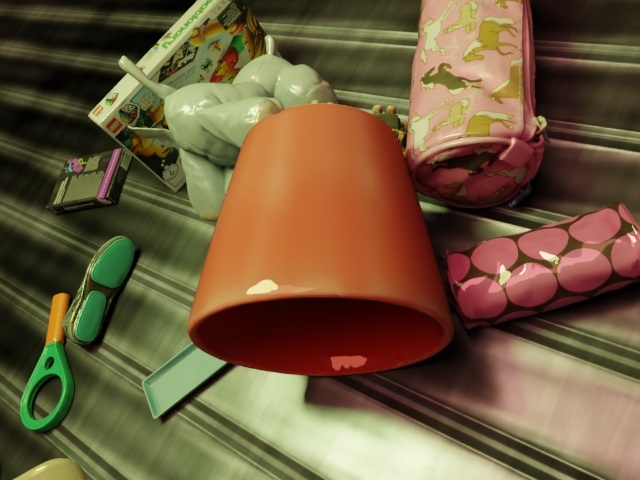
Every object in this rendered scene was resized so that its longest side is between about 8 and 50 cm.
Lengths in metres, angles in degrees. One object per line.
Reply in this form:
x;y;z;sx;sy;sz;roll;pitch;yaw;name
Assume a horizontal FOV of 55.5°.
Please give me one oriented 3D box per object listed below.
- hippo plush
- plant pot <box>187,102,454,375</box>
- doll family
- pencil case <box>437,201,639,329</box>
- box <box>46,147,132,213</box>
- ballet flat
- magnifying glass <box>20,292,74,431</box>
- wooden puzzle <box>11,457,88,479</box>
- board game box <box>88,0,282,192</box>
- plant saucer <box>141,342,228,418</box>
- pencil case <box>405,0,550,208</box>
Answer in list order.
-0.105;-0.170;0.940;0.294;0.235;0.236;24;43;22;hippo plush
0.000;0.000;0.686;0.274;0.275;0.243;-12;61;22;plant pot
0.057;-0.129;0.826;0.192;0.076;0.112;1;63;-1;doll family
0.242;0.025;0.667;0.209;0.095;0.098;-16;39;17;pencil case
-0.445;-0.114;1.170;0.162;0.029;0.116;-6;58;25;box
-0.366;0.077;0.989;0.070;0.070;0.189;4;60;31;ballet flat
-0.431;0.191;0.979;0.092;0.026;0.231;-20;55;17;magnifying glass
-0.350;0.452;0.640;0.347;0.080;0.322;-30;83;7;wooden puzzle
-0.209;-0.252;1.018;0.305;0.193;0.053;-49;50;-5;board game box
-0.163;0.167;0.847;0.192;0.018;0.067;-39;50;4;plant saucer
0.206;-0.233;0.801;0.167;0.160;0.386;7;61;4;pencil case
